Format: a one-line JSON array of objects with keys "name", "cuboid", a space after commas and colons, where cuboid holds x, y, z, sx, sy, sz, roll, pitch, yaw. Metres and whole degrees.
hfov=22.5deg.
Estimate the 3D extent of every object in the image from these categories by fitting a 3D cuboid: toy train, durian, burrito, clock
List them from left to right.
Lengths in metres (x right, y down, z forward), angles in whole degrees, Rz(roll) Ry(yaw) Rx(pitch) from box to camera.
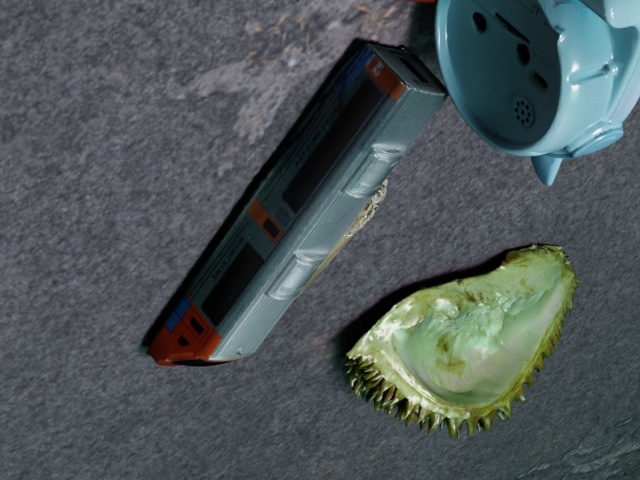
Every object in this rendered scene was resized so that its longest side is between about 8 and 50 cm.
[{"name": "toy train", "cuboid": [-0.028, -0.011, 1.580, 0.086, 0.089, 0.409, 2, 130, -54]}, {"name": "burrito", "cuboid": [0.001, 0.001, 1.663, 0.058, 0.045, 0.188, 16, 121, -46]}, {"name": "durian", "cuboid": [0.176, 0.115, 1.976, 0.394, 0.163, 0.198, -24, 107, -31]}, {"name": "clock", "cuboid": [0.191, -0.178, 1.442, 0.094, 0.223, 0.274, -19, 137, -30]}]

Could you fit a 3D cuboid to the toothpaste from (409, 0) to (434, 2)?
[{"name": "toothpaste", "cuboid": [0.125, -0.347, 1.316, 0.066, 0.076, 0.320, -4, 135, -44]}]
